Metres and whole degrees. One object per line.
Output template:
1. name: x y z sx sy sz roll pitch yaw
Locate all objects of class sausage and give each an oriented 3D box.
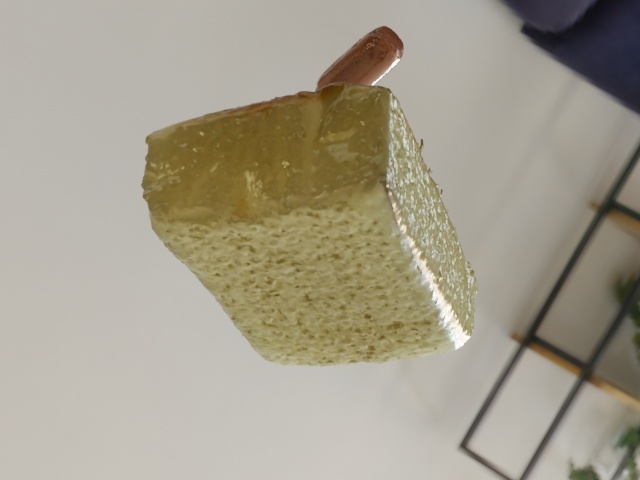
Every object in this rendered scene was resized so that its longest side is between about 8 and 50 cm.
1. sausage: 0.028 -0.129 0.967 0.034 0.083 0.034 27 -136 -29

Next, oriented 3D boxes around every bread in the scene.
1. bread: 0.000 0.001 0.653 0.125 0.068 0.188 -6 150 18
